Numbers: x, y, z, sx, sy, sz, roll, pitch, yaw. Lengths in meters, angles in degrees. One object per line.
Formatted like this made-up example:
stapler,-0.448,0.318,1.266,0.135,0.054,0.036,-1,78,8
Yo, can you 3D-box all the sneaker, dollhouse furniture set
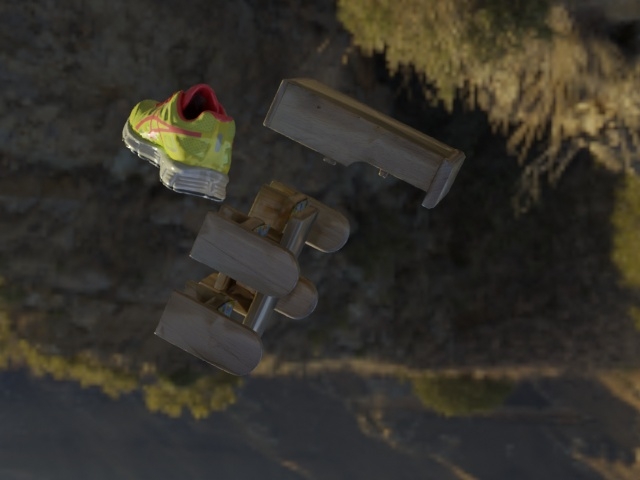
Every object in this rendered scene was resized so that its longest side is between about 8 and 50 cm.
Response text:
sneaker,-0.129,-0.112,1.193,0.081,0.094,0.208,9,-164,-31
dollhouse furniture set,0.000,0.000,1.078,0.161,0.242,0.212,27,-166,7
